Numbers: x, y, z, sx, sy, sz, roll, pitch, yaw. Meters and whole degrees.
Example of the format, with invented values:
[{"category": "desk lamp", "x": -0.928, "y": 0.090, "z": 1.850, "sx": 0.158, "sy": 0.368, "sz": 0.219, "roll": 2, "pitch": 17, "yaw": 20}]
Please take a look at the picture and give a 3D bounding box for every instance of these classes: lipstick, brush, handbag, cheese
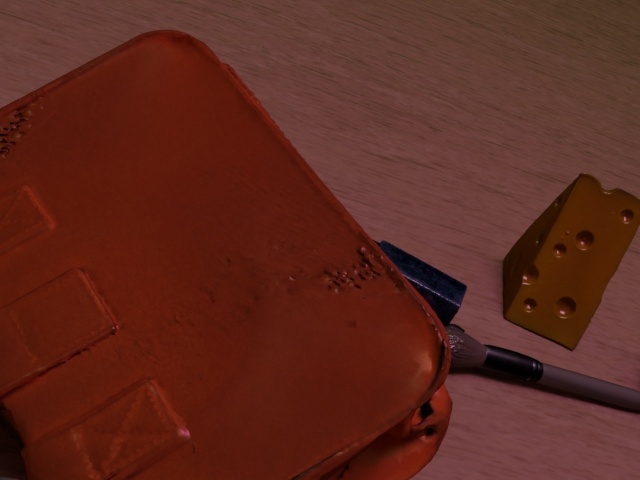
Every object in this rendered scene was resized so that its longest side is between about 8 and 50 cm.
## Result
[{"category": "lipstick", "x": 0.000, "y": 0.000, "z": 1.168, "sx": 0.312, "sy": 0.051, "sz": 0.051, "roll": 28, "pitch": 32, "yaw": 3}, {"category": "brush", "x": 0.234, "y": 0.136, "z": 1.173, "sx": 0.299, "sy": 0.039, "sz": 0.042, "roll": 15, "pitch": 34, "yaw": -23}, {"category": "handbag", "x": -0.117, "y": 0.046, "z": 0.844, "sx": 0.303, "sy": 0.116, "sz": 0.410, "roll": -30, "pitch": 59, "yaw": -14}, {"category": "cheese", "x": 0.284, "y": 0.008, "z": 1.261, "sx": 0.093, "sy": 0.171, "sz": 0.126, "roll": 25, "pitch": 32, "yaw": -7}]

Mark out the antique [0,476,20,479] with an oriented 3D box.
[{"category": "antique", "x": -0.216, "y": 0.267, "z": 0.569, "sx": 0.125, "sy": 0.150, "sz": 0.284, "roll": 17, "pitch": 42, "yaw": -12}]
